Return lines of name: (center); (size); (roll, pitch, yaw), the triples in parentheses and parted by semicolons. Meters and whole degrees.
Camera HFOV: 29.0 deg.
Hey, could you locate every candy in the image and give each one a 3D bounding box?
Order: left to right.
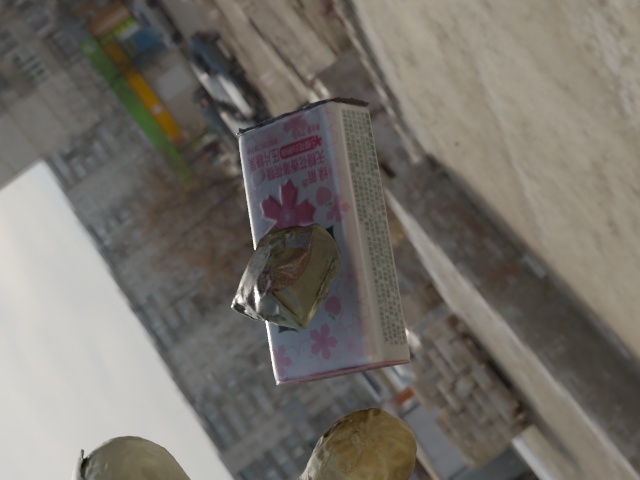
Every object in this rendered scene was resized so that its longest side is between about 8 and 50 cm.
candy: (-0.258, 0.411, 1.726); (0.295, 0.185, 0.295); (177, 90, -79)

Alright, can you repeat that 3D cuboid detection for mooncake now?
mooncake: (-0.045, 0.037, 1.499); (0.073, 0.130, 0.125); (40, 161, -29)

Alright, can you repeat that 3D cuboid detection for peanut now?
peanut: (0.018, 0.297, 1.471); (0.110, 0.236, 0.120); (39, -164, -8)

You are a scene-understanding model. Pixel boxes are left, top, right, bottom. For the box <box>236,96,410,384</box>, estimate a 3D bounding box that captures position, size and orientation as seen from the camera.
box: (0.000, 0.000, 1.673); (0.112, 0.190, 0.370); (1, -104, -53)
